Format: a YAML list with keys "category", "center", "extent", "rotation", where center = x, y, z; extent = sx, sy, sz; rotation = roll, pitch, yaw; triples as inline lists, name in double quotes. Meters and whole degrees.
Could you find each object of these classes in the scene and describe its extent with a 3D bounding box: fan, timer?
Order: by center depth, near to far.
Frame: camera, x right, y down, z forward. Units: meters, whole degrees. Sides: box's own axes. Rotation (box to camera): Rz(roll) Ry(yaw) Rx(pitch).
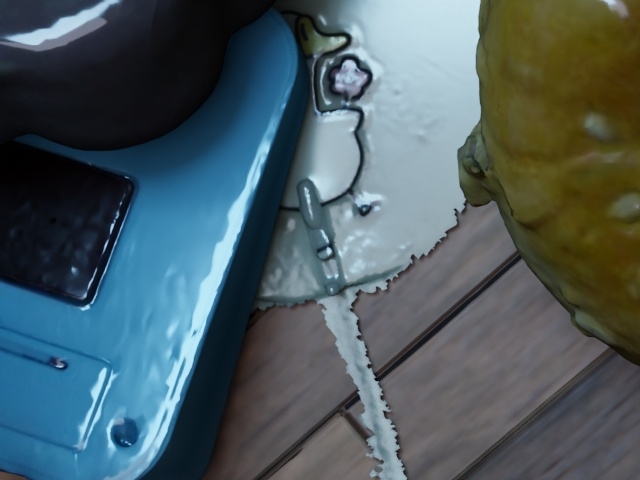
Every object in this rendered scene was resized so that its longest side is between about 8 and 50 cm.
- category: "fan"
  center: [0.000, 0.000, 0.916]
  extent: [0.233, 0.012, 0.414]
  rotation: [-20, 86, 14]
- category: "timer"
  center: [-0.137, -0.015, 0.926]
  extent: [0.232, 0.091, 0.250]
  rotation: [17, 83, 17]

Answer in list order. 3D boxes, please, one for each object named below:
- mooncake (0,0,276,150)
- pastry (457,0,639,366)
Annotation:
- category: "mooncake"
  center: [-0.124, -0.157, 0.849]
  extent: [0.245, 0.133, 0.245]
  rotation: [-3, 62, 6]
- category: "pastry"
  center: [0.220, -0.066, 0.771]
  extent: [0.316, 0.184, 0.284]
  rotation: [7, 118, 14]
